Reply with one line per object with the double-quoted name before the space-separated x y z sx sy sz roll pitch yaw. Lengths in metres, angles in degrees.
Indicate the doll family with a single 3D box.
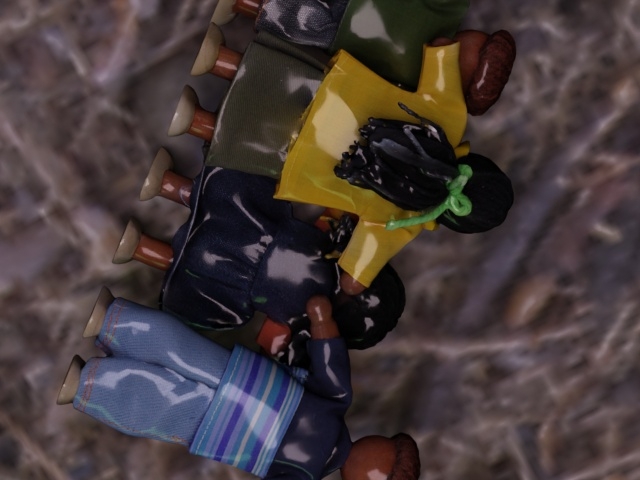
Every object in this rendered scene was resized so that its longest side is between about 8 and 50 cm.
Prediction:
"doll family" 0.000 0.000 0.542 0.111 0.076 0.193 23 105 -7
